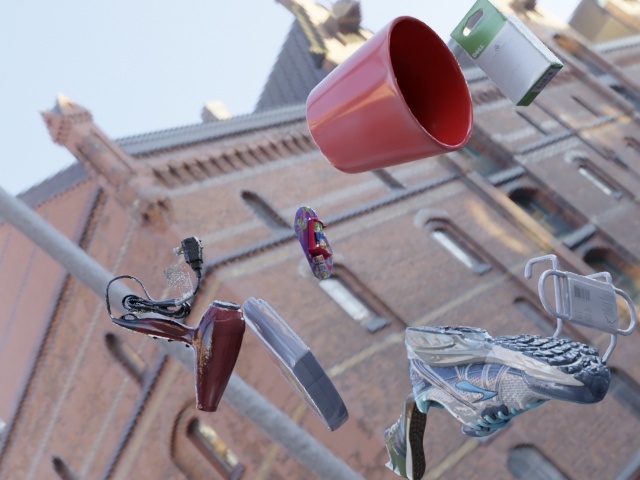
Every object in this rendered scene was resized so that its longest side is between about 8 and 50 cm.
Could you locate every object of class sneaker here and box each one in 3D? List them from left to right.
[{"bbox_3d":[0.162,0.390,1.940,0.064,0.086,0.192,-22,-63,-47],"label":"sneaker"},{"bbox_3d":[0.215,0.170,1.126,0.110,0.283,0.122,-1,-87,-36],"label":"sneaker"}]

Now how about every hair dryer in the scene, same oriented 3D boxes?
[{"bbox_3d":[-0.232,0.159,1.680,0.224,0.293,0.080,-31,-13,22],"label":"hair dryer"}]

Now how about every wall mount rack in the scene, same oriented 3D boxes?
[{"bbox_3d":[0.580,0.203,2.223,0.350,0.304,0.130,16,-23,-35],"label":"wall mount rack"}]

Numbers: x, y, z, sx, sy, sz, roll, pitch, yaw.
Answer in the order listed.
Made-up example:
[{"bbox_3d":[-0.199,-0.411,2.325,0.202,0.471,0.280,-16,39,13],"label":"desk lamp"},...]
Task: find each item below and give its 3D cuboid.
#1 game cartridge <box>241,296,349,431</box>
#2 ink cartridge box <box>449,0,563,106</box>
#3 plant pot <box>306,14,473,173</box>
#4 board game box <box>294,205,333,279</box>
[{"bbox_3d":[-0.038,0.240,1.784,0.060,0.196,0.294,-42,-36,-12],"label":"game cartridge"},{"bbox_3d":[0.365,-0.375,1.905,0.062,0.209,0.109,-10,-34,-52],"label":"ink cartridge box"},{"bbox_3d":[0.122,-0.260,1.877,0.243,0.275,0.275,-23,-3,37],"label":"plant pot"},{"bbox_3d":[0.000,0.000,2.113,0.033,0.168,0.133,-17,13,25],"label":"board game box"}]
